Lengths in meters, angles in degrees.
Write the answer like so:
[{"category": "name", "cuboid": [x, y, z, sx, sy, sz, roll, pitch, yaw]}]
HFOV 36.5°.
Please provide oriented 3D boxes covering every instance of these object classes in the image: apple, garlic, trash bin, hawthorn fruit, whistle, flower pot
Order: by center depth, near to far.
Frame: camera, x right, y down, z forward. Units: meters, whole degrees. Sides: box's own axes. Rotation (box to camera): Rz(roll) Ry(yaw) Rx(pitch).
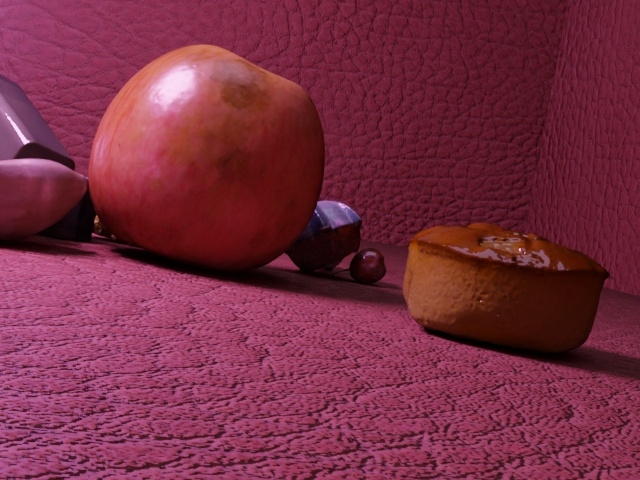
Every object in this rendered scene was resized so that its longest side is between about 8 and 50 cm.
[{"category": "garlic", "cuboid": [-0.465, -0.057, 1.315, 0.318, 0.112, 0.143, 1, -7, -28]}, {"category": "trash bin", "cuboid": [-0.502, -0.144, 1.500, 0.240, 0.164, 0.122, 43, 9, 36]}, {"category": "apple", "cuboid": [-0.172, -0.130, 1.507, 0.363, 0.364, 0.364, 10, 3, -1]}, {"category": "flower pot", "cuboid": [-0.466, -0.069, 1.614, 0.229, 0.108, 0.103, 13, 4, 31]}, {"category": "hawthorn fruit", "cuboid": [0.070, 0.048, 1.768, 0.103, 0.067, 0.066, -2, 8, -23]}, {"category": "whistle", "cuboid": [0.000, 0.001, 1.835, 0.134, 0.142, 0.346, 46, -7, 4]}]

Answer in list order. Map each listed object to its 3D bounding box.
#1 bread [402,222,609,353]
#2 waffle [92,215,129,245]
[{"category": "bread", "cuboid": [0.234, 0.056, 1.266, 0.269, 0.148, 0.270, 11, 3, -1]}, {"category": "waffle", "cuboid": [-0.312, -0.013, 1.676, 0.192, 0.046, 0.160, 16, 2, 39]}]
